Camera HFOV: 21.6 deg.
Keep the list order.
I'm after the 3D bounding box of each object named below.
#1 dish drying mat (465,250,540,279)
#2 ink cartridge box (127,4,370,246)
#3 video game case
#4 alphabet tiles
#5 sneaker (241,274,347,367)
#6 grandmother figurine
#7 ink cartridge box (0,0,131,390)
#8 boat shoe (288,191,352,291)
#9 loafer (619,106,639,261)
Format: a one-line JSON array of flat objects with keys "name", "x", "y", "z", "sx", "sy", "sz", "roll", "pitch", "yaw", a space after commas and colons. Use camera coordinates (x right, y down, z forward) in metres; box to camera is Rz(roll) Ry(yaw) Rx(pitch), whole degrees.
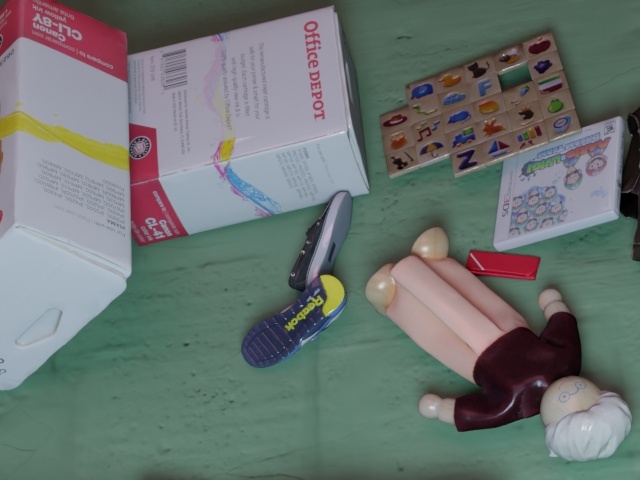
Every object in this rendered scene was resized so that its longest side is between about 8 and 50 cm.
[{"name": "dish drying mat", "x": 0.208, "y": 0.028, "z": 1.925, "sx": 0.083, "sy": 0.008, "sz": 0.032, "roll": 5, "pitch": 54, "yaw": 21}, {"name": "ink cartridge box", "x": -0.105, "y": -0.141, "z": 2.076, "sx": 0.306, "sy": 0.131, "sz": 0.226, "roll": -11, "pitch": 50, "yaw": 7}, {"name": "video game case", "x": 0.275, "y": -0.065, "z": 1.936, "sx": 0.157, "sy": 0.019, "sz": 0.143, "roll": -17, "pitch": 45, "yaw": 33}, {"name": "alphabet tiles", "x": 0.187, "y": -0.153, "z": 2.043, "sx": 0.237, "sy": 0.009, "sz": 0.198, "roll": -20, "pitch": 41, "yaw": 12}, {"name": "sneaker", "x": -0.025, "y": 0.097, "z": 1.919, "sx": 0.144, "sy": 0.059, "sz": 0.053, "roll": -36, "pitch": 78, "yaw": 9}, {"name": "grandmother figurine", "x": 0.192, "y": 0.125, "z": 1.797, "sx": 0.208, "sy": 0.104, "sz": 0.342, "roll": -45, "pitch": 51, "yaw": -8}, {"name": "ink cartridge box", "x": -0.362, "y": -0.061, "z": 1.991, "sx": 0.279, "sy": 0.160, "sz": 0.384, "roll": -41, "pitch": 40, "yaw": 34}, {"name": "boat shoe", "x": 0.000, "y": 0.000, "z": 1.986, "sx": 0.040, "sy": 0.049, "sz": 0.142, "roll": 7, "pitch": 57, "yaw": 23}, {"name": "loafer", "x": 0.367, "y": -0.065, "z": 1.902, "sx": 0.078, "sy": 0.080, "sz": 0.220, "roll": -10, "pitch": 51, "yaw": 9}]
